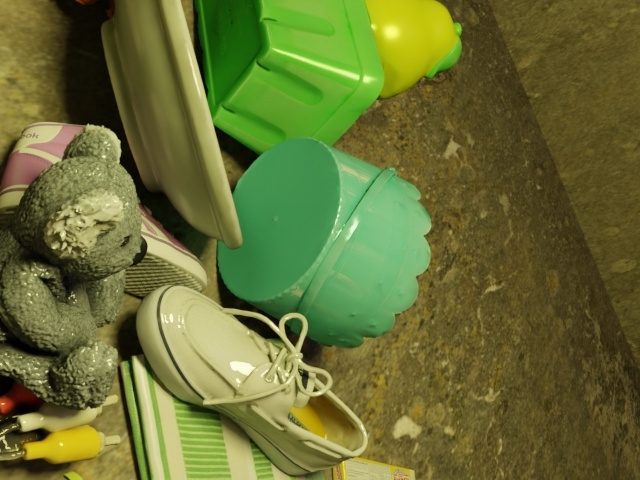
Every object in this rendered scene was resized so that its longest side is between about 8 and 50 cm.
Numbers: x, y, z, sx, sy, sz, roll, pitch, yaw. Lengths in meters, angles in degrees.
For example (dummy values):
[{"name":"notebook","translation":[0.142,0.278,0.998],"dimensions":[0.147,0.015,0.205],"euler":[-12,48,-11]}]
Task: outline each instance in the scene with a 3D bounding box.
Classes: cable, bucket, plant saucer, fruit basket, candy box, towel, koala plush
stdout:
[{"name":"cable","translation":[-0.315,0.179,0.790],"dimensions":[0.287,0.072,0.140],"euler":[-19,85,-58]},{"name":"bucket","translation":[0.000,0.000,1.192],"dimensions":[0.183,0.281,0.281],"euler":[26,52,-41]},{"name":"plant saucer","translation":[-0.191,-0.172,1.043],"dimensions":[0.400,0.100,0.401],"euler":[165,-90,-84]},{"name":"fruit basket","translation":[0.019,-0.298,1.316],"dimensions":[0.392,0.283,0.392],"euler":[24,45,-27]},{"name":"candy box","translation":[0.089,0.398,1.314],"dimensions":[0.206,0.027,0.105],"euler":[28,48,-47]},{"name":"towel","translation":[-0.112,0.253,1.090],"dimensions":[0.324,0.038,0.248],"euler":[5,69,-57]},{"name":"koala plush","translation":[-0.251,0.008,0.810],"dimensions":[0.203,0.221,0.196],"euler":[26,26,-23]}]

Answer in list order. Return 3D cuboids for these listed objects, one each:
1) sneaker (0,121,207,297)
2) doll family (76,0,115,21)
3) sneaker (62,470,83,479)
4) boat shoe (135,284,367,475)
[{"name":"sneaker","translation":[-0.238,-0.042,1.009],"dimensions":[0.282,0.102,0.161],"euler":[36,42,-41]},{"name":"doll family","translation":[-0.295,-0.370,1.122],"dimensions":[0.163,0.118,0.263],"euler":[65,14,5]},{"name":"sneaker","translation":[-0.228,0.341,0.805],"dimensions":[0.084,0.097,0.235],"euler":[-8,80,-57]},{"name":"boat shoe","translation":[-0.056,0.170,1.035],"dimensions":[0.367,0.156,0.136],"euler":[50,37,-31]}]
